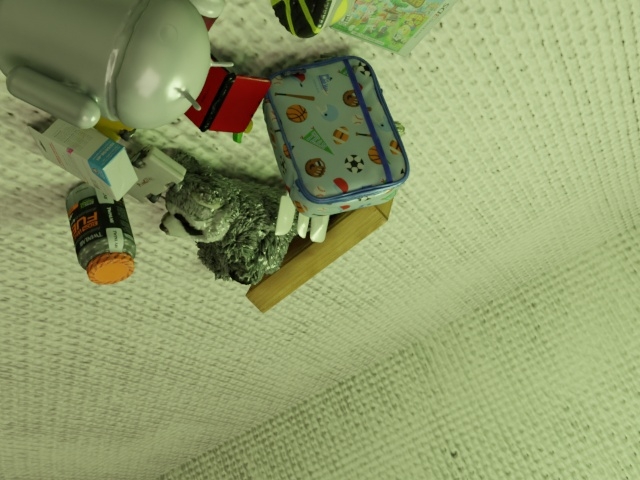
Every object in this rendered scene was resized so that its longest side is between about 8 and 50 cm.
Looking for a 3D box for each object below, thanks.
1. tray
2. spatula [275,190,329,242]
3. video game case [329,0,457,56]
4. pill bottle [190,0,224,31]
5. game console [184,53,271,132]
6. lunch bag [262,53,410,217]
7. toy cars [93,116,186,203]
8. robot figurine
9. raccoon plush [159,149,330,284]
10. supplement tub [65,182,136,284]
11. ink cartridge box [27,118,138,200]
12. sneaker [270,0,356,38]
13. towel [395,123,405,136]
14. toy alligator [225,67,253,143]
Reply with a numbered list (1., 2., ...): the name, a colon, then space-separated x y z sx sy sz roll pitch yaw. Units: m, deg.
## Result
1. tray: 0.000 0.000 1.872 0.411 0.203 0.076 -37 104 26
2. spatula: -0.022 -0.122 1.660 0.019 0.242 0.168 10 180 45
3. video game case: 0.147 -0.435 1.401 0.212 0.023 0.193 7 140 -42
4. pill bottle: -0.208 -0.363 1.208 0.086 0.086 0.152 6 140 -42
5. game console: -0.181 -0.272 1.394 0.085 0.124 0.144 -37 169 -47
6. lunch bag: 0.029 -0.205 1.438 0.243 0.304 0.115 -14 164 -13
7. toy cars: -0.330 -0.194 1.401 0.176 0.087 0.394 16 153 10
8. robot figurine: -0.306 -0.281 1.066 0.353 0.300 0.200 22 148 2
9. raccoon plush: -0.148 -0.118 1.660 0.446 0.216 0.299 -44 145 -28
10. supplement tub: -0.438 -0.015 1.532 0.116 0.190 0.117 -17 151 -10
11. ink cartridge box: -0.426 -0.158 1.372 0.062 0.181 0.104 -53 162 -24
12. sneaker: 0.037 -0.493 1.148 0.147 0.145 0.385 -38 165 -42
13. towel: 0.112 -0.224 1.735 0.148 0.027 0.110 -5 148 -29
14. toy alligator: -0.158 -0.266 1.455 0.051 0.056 0.190 -56 157 -33
